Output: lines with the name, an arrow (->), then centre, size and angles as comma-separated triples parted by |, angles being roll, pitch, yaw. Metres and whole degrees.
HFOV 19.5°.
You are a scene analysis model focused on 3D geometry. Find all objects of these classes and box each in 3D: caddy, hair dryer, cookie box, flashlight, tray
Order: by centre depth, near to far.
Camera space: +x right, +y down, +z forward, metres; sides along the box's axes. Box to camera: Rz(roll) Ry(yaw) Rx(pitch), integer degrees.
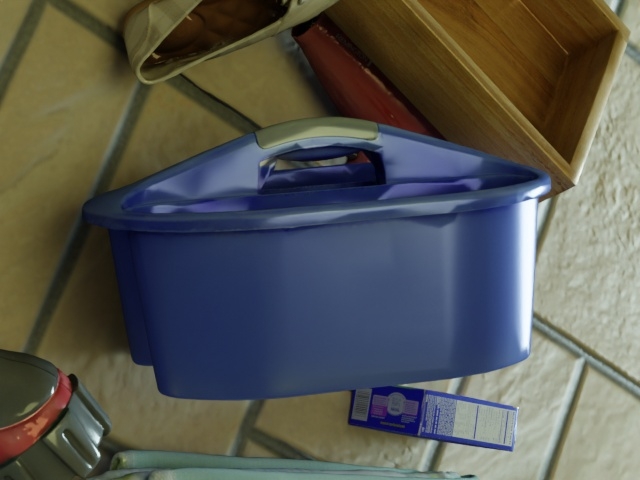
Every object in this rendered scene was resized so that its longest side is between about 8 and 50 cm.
flashlight -> -0.266, 0.049, 1.248 | 0.103, 0.103, 0.304 | -48, 117, -27
caddy -> 0.000, 0.000, 1.349 | 0.341, 0.241, 0.179 | -5, 100, -15
tray -> 0.075, -0.234, 1.485 | 0.411, 0.076, 0.203 | 45, 45, -21
hair dryer -> 0.038, -0.049, 1.504 | 0.224, 0.080, 0.293 | -17, 98, -37
cookie box -> 0.094, 0.144, 1.533 | 0.107, 0.092, 0.040 | 14, 83, -38

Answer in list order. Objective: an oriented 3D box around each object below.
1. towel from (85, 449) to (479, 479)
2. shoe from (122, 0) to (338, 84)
towel -> -0.030, 0.329, 1.436 | 0.374, 0.090, 0.320 | 8, 86, -37
shoe -> -0.047, -0.176, 1.367 | 0.076, 0.219, 0.058 | 56, 17, -29
